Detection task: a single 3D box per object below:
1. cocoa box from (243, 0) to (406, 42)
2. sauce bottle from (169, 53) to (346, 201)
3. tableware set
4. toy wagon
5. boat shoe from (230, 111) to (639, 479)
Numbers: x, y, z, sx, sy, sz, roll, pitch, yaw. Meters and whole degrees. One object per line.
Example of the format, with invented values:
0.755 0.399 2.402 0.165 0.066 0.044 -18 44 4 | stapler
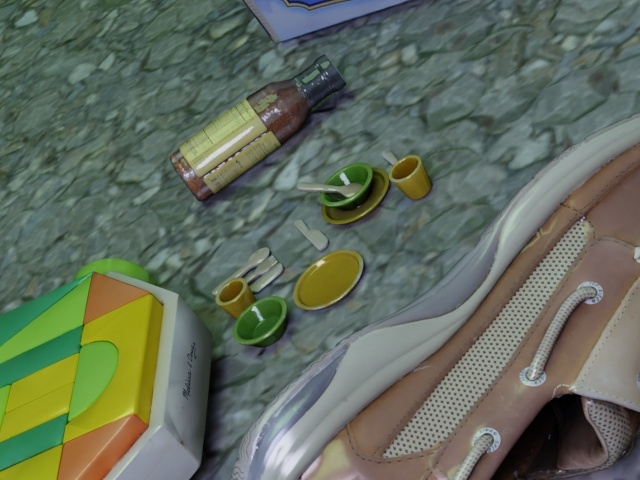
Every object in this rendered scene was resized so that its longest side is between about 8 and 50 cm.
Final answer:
0.075 -0.326 1.199 0.347 0.228 0.231 -13 39 32 | cocoa box
-0.041 -0.077 1.171 0.128 0.042 0.042 -34 32 0 | sauce bottle
0.000 0.000 1.047 0.154 0.024 0.104 -38 32 -3 | tableware set
-0.219 0.148 1.027 0.344 0.068 0.267 -24 34 19 | toy wagon
0.105 0.059 0.809 0.324 0.123 0.116 -40 65 -21 | boat shoe
